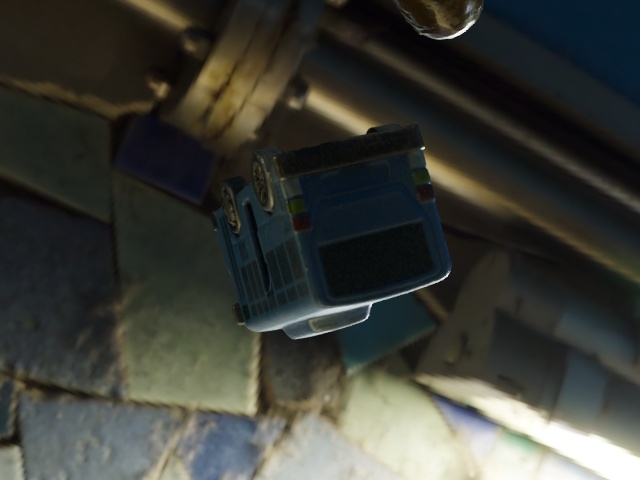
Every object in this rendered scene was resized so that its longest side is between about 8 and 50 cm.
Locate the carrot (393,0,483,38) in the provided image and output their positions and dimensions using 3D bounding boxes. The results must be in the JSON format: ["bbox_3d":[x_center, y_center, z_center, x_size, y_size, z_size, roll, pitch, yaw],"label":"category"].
[{"bbox_3d":[0.022,-0.273,0.852,0.070,0.070,0.342,3,-45,39],"label":"carrot"}]

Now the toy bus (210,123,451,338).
[{"bbox_3d":[0.000,0.000,0.994,0.116,0.134,0.234,-15,-4,-17],"label":"toy bus"}]
